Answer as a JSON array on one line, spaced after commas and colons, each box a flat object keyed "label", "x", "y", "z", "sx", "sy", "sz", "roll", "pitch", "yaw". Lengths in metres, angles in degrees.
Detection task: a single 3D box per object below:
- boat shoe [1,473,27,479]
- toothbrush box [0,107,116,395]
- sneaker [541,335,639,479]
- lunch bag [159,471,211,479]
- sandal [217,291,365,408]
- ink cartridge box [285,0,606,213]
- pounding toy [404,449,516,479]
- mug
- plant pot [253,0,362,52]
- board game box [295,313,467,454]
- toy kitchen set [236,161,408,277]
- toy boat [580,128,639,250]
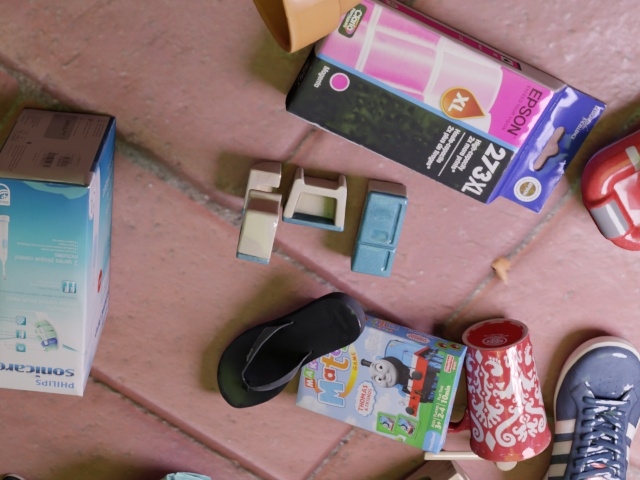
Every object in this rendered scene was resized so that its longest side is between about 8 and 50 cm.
[{"label": "boat shoe", "x": -0.410, "y": 0.388, "z": 2.042, "sx": 0.133, "sy": 0.042, "sz": 0.049, "roll": 30, "pitch": 112, "yaw": -15}, {"label": "toothbrush box", "x": -0.336, "y": 0.013, "z": 1.749, "sx": 0.126, "sy": 0.216, "sz": 0.295, "roll": 7, "pitch": 116, "yaw": -2}, {"label": "sneaker", "x": 0.380, "y": 0.305, "z": 1.928, "sx": 0.131, "sy": 0.148, "sz": 0.350, "roll": 5, "pitch": 117, "yaw": -2}, {"label": "lunch bag", "x": -0.205, "y": 0.462, "z": 2.013, "sx": 0.223, "sy": 0.160, "sz": 0.262, "roll": -38, "pitch": 116, "yaw": 19}, {"label": "sandal", "x": -0.053, "y": 0.148, "z": 1.878, "sx": 0.254, "sy": 0.054, "sz": 0.097, "roll": -37, "pitch": 95, "yaw": 31}, {"label": "ink cartridge box", "x": 0.159, "y": -0.165, "z": 1.740, "sx": 0.371, "sy": 0.069, "sz": 0.175, "roll": 23, "pitch": 115, "yaw": -13}, {"label": "pounding toy", "x": 0.187, "y": 0.349, "z": 1.991, "sx": 0.206, "sy": 0.094, "sz": 0.181, "roll": -39, "pitch": 108, "yaw": 4}, {"label": "mug", "x": 0.231, "y": 0.205, "z": 1.896, "sx": 0.150, "sy": 0.113, "sz": 0.169, "roll": -15, "pitch": 114, "yaw": -12}, {"label": "plant pot", "x": 0.002, "y": -0.372, "z": 1.498, "sx": 0.203, "sy": 0.291, "sz": 0.291, "roll": -23, "pitch": 116, "yaw": -6}, {"label": "board game box", "x": 0.079, "y": 0.185, "z": 1.895, "sx": 0.212, "sy": 0.039, "sz": 0.160, "roll": 18, "pitch": 118, "yaw": 15}, {"label": "toy kitchen set", "x": 0.000, "y": 0.000, "z": 1.765, "sx": 0.207, "sy": 0.166, "sz": 0.122, "roll": 10, "pitch": 117, "yaw": -4}, {"label": "toy boat", "x": 0.446, "y": -0.065, "z": 1.735, "sx": 0.231, "sy": 0.151, "sz": 0.151, "roll": -28, "pitch": 114, "yaw": 14}]
